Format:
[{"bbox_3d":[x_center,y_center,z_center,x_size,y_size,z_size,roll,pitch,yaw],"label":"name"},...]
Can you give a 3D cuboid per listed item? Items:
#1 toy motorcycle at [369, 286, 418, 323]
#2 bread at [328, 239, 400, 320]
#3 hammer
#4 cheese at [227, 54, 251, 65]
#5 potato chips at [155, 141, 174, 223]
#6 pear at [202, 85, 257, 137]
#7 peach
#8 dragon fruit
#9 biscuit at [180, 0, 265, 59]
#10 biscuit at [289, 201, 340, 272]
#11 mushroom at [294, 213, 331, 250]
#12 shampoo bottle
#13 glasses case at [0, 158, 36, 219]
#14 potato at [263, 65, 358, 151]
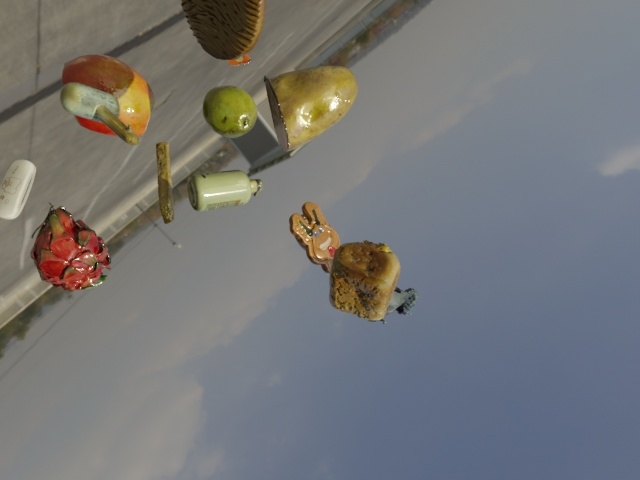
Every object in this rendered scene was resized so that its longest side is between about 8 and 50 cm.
[{"bbox_3d":[0.251,0.233,1.694,0.106,0.270,0.159,31,-80,51],"label":"toy motorcycle"},{"bbox_3d":[0.130,0.112,1.383,0.246,0.195,0.176,93,19,-49],"label":"bread"},{"bbox_3d":[-0.725,-0.416,1.571,0.113,0.305,0.202,-56,161,17],"label":"hammer"},{"bbox_3d":[-0.338,-0.758,1.737,0.106,0.256,0.037,-19,163,-14],"label":"cheese"},{"bbox_3d":[-0.667,-0.269,1.978,0.057,0.407,0.080,-10,159,-4],"label":"potato chips"},{"bbox_3d":[-0.368,-0.525,1.887,0.212,0.212,0.269,-42,-134,-9],"label":"pear"},{"bbox_3d":[-0.921,-0.630,1.995,0.242,0.380,0.306,-120,-132,-61],"label":"peach"},{"bbox_3d":[-0.784,0.019,1.447,0.234,0.293,0.234,-12,-174,1],"label":"dragon fruit"},{"bbox_3d":[-0.247,-0.598,1.105,0.040,0.318,0.318,-29,-173,-39],"label":"biscuit"},{"bbox_3d":[0.000,0.000,1.964,0.047,0.334,0.202,-20,-163,47],"label":"biscuit"},{"bbox_3d":[-0.047,-0.024,2.287,0.194,0.231,0.138,-13,151,-28],"label":"mushroom"},{"bbox_3d":[-0.200,-0.111,0.998,0.162,0.079,0.079,-13,-179,-31],"label":"shampoo bottle"},{"bbox_3d":[-0.930,-0.157,1.404,0.049,0.074,0.193,102,-2,-74],"label":"glasses case"},{"bbox_3d":[-0.014,-0.400,1.325,0.266,0.229,0.229,-21,-165,-7],"label":"potato"}]
